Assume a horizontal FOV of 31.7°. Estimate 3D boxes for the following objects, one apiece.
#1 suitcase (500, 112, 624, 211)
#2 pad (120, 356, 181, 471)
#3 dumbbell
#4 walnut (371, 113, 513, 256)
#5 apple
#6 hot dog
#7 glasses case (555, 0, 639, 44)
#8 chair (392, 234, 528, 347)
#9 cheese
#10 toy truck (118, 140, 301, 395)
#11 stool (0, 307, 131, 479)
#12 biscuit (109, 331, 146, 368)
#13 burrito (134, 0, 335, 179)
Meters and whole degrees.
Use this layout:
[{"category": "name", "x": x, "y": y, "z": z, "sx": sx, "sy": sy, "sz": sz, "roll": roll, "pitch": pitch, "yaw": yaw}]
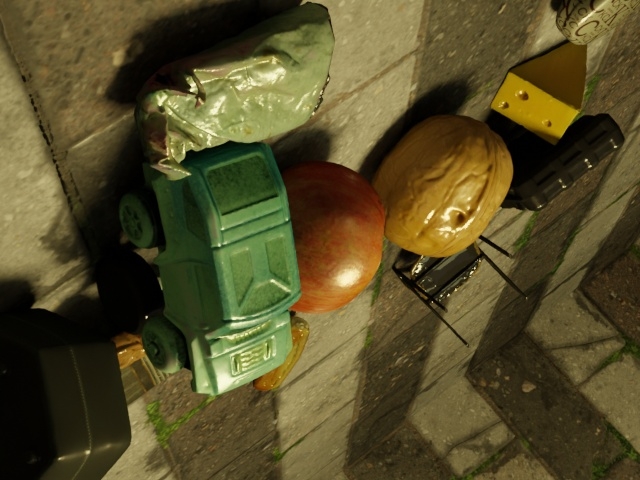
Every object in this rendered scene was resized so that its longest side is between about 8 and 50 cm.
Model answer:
[{"category": "suitcase", "x": 0.371, "y": -0.131, "z": 1.910, "sx": 0.206, "sy": 0.066, "sz": 0.285, "roll": -37, "pitch": -170, "yaw": -7}, {"category": "pad", "x": -0.232, "y": 0.239, "z": 1.775, "sx": 0.250, "sy": 0.055, "sz": 0.323, "roll": -36, "pitch": 143, "yaw": -13}, {"category": "dumbbell", "x": -0.169, "y": 0.034, "z": 1.373, "sx": 0.191, "sy": 0.100, "sz": 0.100, "roll": -27, "pitch": 157, "yaw": -37}, {"category": "walnut", "x": 0.178, "y": -0.080, "z": 1.663, "sx": 0.226, "sy": 0.193, "sz": 0.193, "roll": -47, "pitch": 160, "yaw": 18}, {"category": "apple", "x": 0.000, "y": 0.000, "z": 1.474, "sx": 0.209, "sy": 0.164, "sz": 0.209, "roll": -166, "pitch": -90, "yaw": -85}, {"category": "hot dog", "x": -0.069, "y": 0.200, "z": 2.015, "sx": 0.066, "sy": 0.047, "sz": 0.216, "roll": 8, "pitch": 140, "yaw": -16}, {"category": "glasses case", "x": 0.476, "y": -0.424, "z": 1.611, "sx": 0.355, "sy": 0.085, "sz": 0.137, "roll": -47, "pitch": 159, "yaw": 20}, {"category": "chair", "x": 0.246, "y": 0.059, "z": 2.126, "sx": 0.158, "sy": 0.247, "sz": 0.172, "roll": -39, "pitch": 137, "yaw": -6}, {"category": "cheese", "x": 0.376, "y": -0.260, "z": 1.819, "sx": 0.171, "sy": 0.126, "sz": 0.093, "roll": -53, "pitch": 172, "yaw": -34}, {"category": "toy truck", "x": -0.114, "y": 0.027, "z": 1.249, "sx": 0.155, "sy": 0.156, "sz": 0.279, "roll": -21, "pitch": 111, "yaw": -38}, {"category": "stool", "x": -0.331, "y": 0.190, "z": 1.239, "sx": 0.232, "sy": 0.232, "sz": 0.141, "roll": -48, "pitch": 157, "yaw": 20}, {"category": "biscuit", "x": -0.248, "y": 0.139, "z": 1.444, "sx": 0.202, "sy": 0.044, "sz": 0.288, "roll": -30, "pitch": 179, "yaw": 38}, {"category": "burrito", "x": -0.088, "y": -0.154, "z": 1.137, "sx": 0.229, "sy": 0.089, "sz": 0.144, "roll": -26, "pitch": 142, "yaw": -40}]
